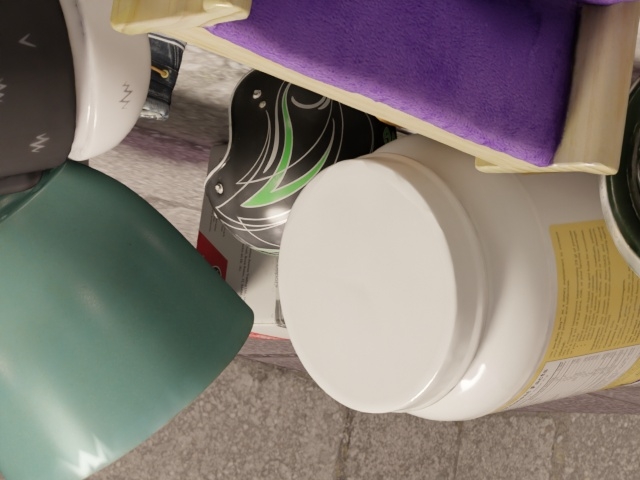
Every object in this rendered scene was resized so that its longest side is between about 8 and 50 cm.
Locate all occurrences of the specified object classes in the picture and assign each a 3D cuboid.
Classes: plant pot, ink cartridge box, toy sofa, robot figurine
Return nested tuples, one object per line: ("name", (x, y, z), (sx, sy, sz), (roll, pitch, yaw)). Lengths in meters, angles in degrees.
("plant pot", (-0.251, 0.066, 1.836), (0.235, 0.293, 0.293), (53, 154, -14))
("ink cartridge box", (0.000, 0.000, 1.945), (0.114, 0.197, 0.273), (15, 169, -41))
("toy sofa", (0.066, -0.154, 1.166), (0.362, 0.150, 0.177), (18, 167, -42))
("robot figurine", (-0.265, -0.129, 1.407), (0.278, 0.173, 0.209), (-11, 172, -23))

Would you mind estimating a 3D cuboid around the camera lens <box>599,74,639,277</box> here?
("camera lens", (0.346, -0.029, 1.416), (0.219, 0.219, 0.274), (3, 168, 28))

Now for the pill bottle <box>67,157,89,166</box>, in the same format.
("pill bottle", (-0.358, -0.080, 2.018), (0.221, 0.124, 0.124), (-3, 164, 45))

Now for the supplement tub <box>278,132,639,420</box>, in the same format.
("supplement tub", (0.154, 0.023, 1.603), (0.331, 0.241, 0.241), (-6, -178, -42))

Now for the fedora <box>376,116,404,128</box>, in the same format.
("fedora", (0.088, -0.130, 1.481), (0.194, 0.079, 0.194), (9, 169, 2))

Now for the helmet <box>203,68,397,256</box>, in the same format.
("helmet", (-0.015, -0.064, 1.695), (0.169, 0.161, 0.169), (11, 171, 2))

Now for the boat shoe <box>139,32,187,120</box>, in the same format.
("boat shoe", (-0.205, -0.155, 1.582), (0.183, 0.083, 0.065), (11, 170, -12))
